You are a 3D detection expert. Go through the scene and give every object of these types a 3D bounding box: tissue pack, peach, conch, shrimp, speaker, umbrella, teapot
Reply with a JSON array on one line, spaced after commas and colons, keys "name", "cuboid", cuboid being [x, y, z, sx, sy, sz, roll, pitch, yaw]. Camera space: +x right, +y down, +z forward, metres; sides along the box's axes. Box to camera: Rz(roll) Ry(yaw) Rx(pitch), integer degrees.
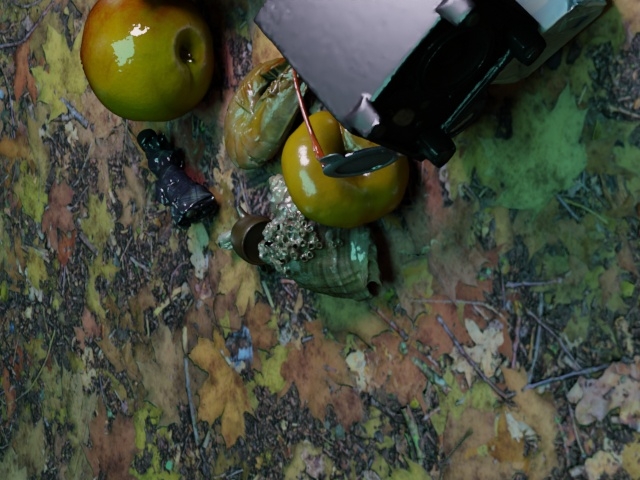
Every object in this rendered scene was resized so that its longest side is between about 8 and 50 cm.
[{"name": "tissue pack", "cuboid": [0.231, -0.350, 1.711, 0.177, 0.089, 0.263, -40, 66, 44]}, {"name": "peach", "cuboid": [-0.279, -0.301, 2.214, 0.231, 0.231, 0.231, 5, 97, 49]}, {"name": "conch", "cuboid": [0.000, 0.000, 1.993, 0.245, 0.163, 0.178, 42, 160, 22]}, {"name": "shrimp", "cuboid": [-0.073, -0.220, 2.094, 0.267, 0.061, 0.145, -50, 47, 42]}, {"name": "speaker", "cuboid": [0.098, -0.257, 1.643, 0.232, 0.184, 0.254, -50, 58, 19]}, {"name": "peach", "cuboid": [0.034, -0.101, 1.897, 0.103, 0.179, 0.179, 118, 135, -64]}, {"name": "umbrella", "cuboid": [-0.252, -0.105, 2.307, 0.224, 0.080, 0.071, 53, 164, 36]}, {"name": "teapot", "cuboid": [-0.103, 0.001, 2.138, 0.068, 0.076, 0.121, 28, 144, 55]}]

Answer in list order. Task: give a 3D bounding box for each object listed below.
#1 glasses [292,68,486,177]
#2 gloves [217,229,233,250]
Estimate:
[{"name": "glasses", "cuboid": [0.070, -0.226, 1.816, 0.234, 0.118, 0.268, -25, 71, 4]}, {"name": "gloves", "cuboid": [-0.137, -0.002, 2.196, 0.081, 0.037, 0.044, 15, 141, 32]}]
